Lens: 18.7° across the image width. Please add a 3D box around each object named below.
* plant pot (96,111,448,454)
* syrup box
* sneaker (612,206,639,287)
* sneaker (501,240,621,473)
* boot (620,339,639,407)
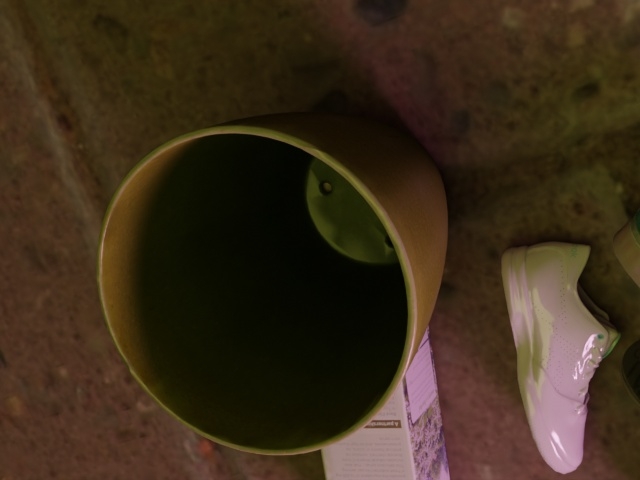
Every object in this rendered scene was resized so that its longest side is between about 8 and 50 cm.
[{"bbox_3d":[0.000,0.000,1.652,0.274,0.293,0.275,7,110,21],"label":"plant pot"},{"bbox_3d":[0.058,0.187,1.803,0.096,0.093,0.237,-1,107,22],"label":"syrup box"},{"bbox_3d":[0.389,0.061,1.617,0.302,0.108,0.121,43,122,6],"label":"sneaker"},{"bbox_3d":[0.223,0.104,1.723,0.094,0.080,0.212,-9,102,13],"label":"sneaker"},{"bbox_3d":[0.320,0.195,1.671,0.189,0.076,0.208,45,161,20],"label":"boot"}]
